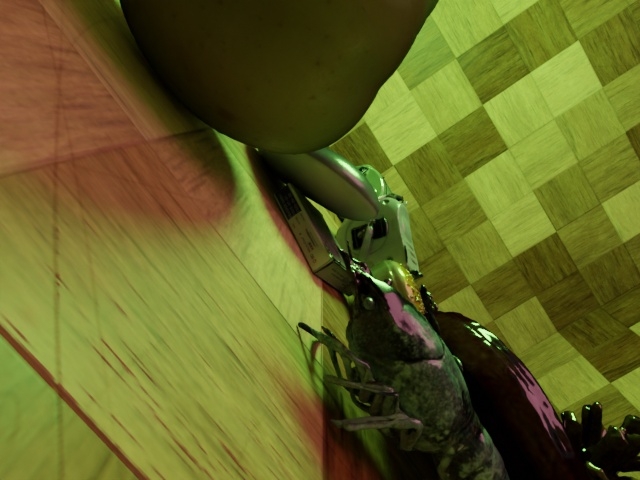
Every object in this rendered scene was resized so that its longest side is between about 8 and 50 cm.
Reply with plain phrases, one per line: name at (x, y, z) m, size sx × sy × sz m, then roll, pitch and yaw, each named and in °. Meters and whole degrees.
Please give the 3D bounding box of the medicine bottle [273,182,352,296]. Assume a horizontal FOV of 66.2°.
medicine bottle at (0.000, 0.000, 0.971) m, size 0.201 × 0.052 × 0.171 m, roll 61°, pitch 10°, yaw 29°

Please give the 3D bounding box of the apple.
apple at (-0.062, -0.370, 0.717) m, size 0.474 × 0.473 × 0.474 m, roll 54°, pitch 9°, yaw -13°

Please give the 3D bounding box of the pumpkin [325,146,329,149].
pumpkin at (-0.020, -0.306, 1.525) m, size 0.217 × 0.110 × 0.218 m, roll -13°, pitch 90°, yaw -76°

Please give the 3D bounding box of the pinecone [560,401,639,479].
pinecone at (0.502, 0.487, 0.951) m, size 0.384 × 0.384 × 0.384 m, roll 54°, pitch 9°, yaw -13°

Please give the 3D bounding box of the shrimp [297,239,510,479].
shrimp at (0.111, 0.193, 0.583) m, size 0.411 × 0.166 × 0.221 m, roll 52°, pitch 34°, yaw 2°

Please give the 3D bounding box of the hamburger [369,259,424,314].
hamburger at (0.148, 0.127, 0.992) m, size 0.210 × 0.116 × 0.173 m, roll -37°, pitch 121°, yaw -87°

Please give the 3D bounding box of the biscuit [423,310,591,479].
biscuit at (0.255, 0.293, 0.750) m, size 0.407 × 0.091 × 0.407 m, roll 60°, pitch -13°, yaw 23°

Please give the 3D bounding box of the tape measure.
tape measure at (0.132, 0.003, 1.196) m, size 0.120 × 0.197 × 0.236 m, roll 38°, pitch 40°, yaw -50°

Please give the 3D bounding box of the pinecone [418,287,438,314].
pinecone at (0.263, 0.203, 1.389) m, size 0.140 × 0.140 × 0.121 m, roll 60°, pitch -1°, yaw 24°

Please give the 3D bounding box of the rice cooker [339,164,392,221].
rice cooker at (0.156, -0.150, 1.833) m, size 0.226 × 0.226 × 0.244 m, roll 61°, pitch 9°, yaw 28°

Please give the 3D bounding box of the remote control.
remote control at (-0.010, -0.139, 1.023) m, size 0.332 × 0.103 × 0.221 m, roll 36°, pitch -1°, yaw 42°

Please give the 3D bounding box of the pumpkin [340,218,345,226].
pumpkin at (0.137, -0.005, 1.406) m, size 0.190 × 0.146 × 0.190 m, roll 54°, pitch 7°, yaw -10°
